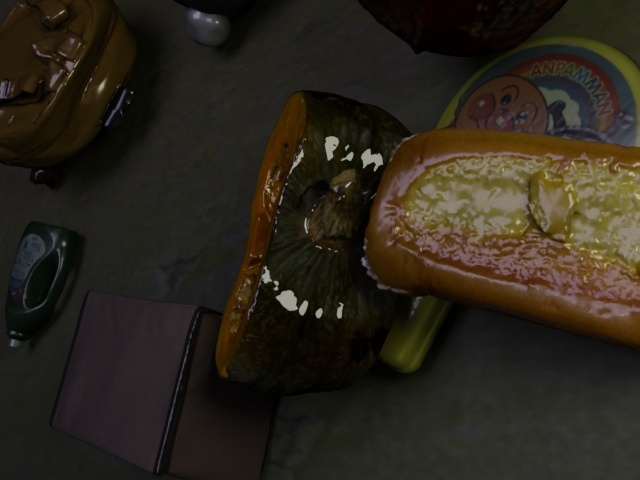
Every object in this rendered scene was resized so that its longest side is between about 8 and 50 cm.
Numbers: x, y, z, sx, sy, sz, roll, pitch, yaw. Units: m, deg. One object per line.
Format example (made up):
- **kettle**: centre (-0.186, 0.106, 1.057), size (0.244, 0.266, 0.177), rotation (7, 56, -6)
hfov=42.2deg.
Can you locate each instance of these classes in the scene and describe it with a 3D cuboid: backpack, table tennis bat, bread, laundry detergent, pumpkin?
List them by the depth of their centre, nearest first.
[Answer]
- **bread**: centre (0.184, -0.005, 0.669), size (0.288, 0.119, 0.152), rotation (14, 91, 33)
- **table tennis bat**: centre (0.160, -0.031, 0.789), size (0.224, 0.054, 0.368), rotation (43, 103, 40)
- **pumpkin**: centre (0.000, 0.000, 0.821), size (0.222, 0.139, 0.317), rotation (-32, 39, 63)
- **laundry detergent**: centre (-0.471, 0.077, 1.375), size (0.137, 0.063, 0.211), rotation (8, 79, 40)
- **backpack**: centre (-0.451, -0.265, 1.397), size (0.378, 0.201, 0.353), rotation (29, 93, 50)

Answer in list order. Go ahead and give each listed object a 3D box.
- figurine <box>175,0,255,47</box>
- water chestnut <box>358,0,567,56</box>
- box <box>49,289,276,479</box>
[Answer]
- **figurine**: centre (-0.099, -0.479, 1.189), size (0.365, 0.206, 0.218), rotation (-38, 69, -4)
- **water chestnut**: centre (0.170, -0.346, 0.759), size (0.350, 0.302, 0.350), rotation (-174, 90, -85)
- **box**: centre (-0.178, 0.171, 0.974), size (0.252, 0.153, 0.188), rotation (0, 72, 46)
